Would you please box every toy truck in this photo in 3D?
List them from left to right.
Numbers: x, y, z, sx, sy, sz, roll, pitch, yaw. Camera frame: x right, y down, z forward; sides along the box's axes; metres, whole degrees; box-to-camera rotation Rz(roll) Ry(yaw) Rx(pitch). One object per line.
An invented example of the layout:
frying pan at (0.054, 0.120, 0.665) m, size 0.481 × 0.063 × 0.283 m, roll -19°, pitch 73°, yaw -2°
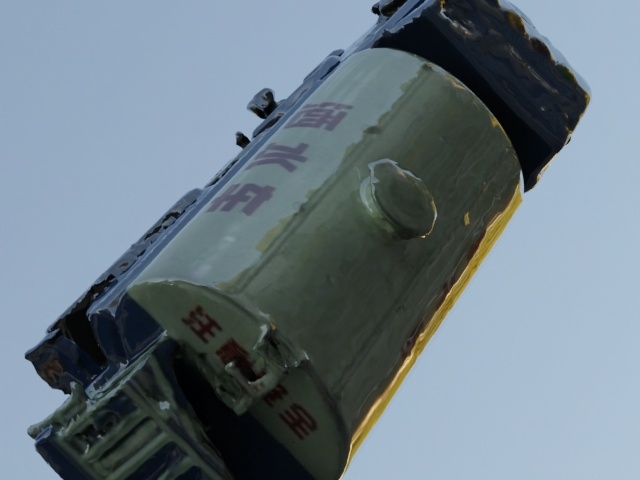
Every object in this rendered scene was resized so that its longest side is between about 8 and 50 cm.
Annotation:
toy truck at (0.000, 0.000, 0.483) m, size 0.088 × 0.074 × 0.201 m, roll -42°, pitch 5°, yaw 39°
